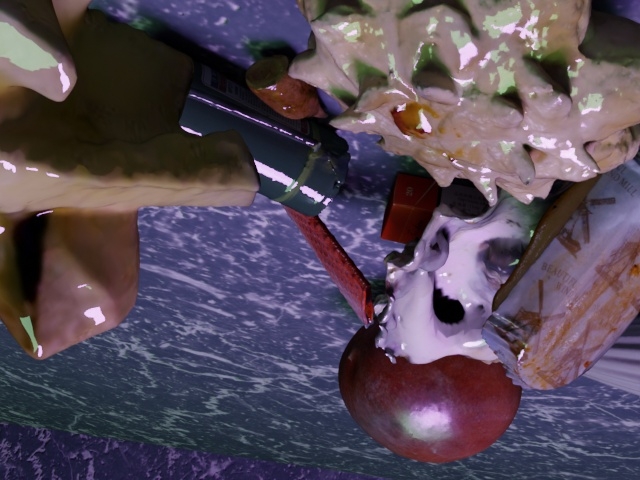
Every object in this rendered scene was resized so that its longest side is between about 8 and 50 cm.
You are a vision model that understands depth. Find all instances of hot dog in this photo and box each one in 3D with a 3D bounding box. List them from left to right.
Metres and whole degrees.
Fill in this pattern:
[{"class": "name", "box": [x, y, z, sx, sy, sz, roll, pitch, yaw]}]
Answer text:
[{"class": "hot dog", "box": [0.251, 0.021, 0.872, 0.162, 0.270, 0.082, 33, -172, -39]}]

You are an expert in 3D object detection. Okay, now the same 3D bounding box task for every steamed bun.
[{"class": "steamed bun", "box": [0.111, -0.112, 0.704, 0.292, 0.137, 0.295, 15, 159, 24]}]

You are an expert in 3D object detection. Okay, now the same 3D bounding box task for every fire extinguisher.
[{"class": "fire extinguisher", "box": [-0.112, -0.121, 0.894, 0.294, 0.093, 0.118, 25, 179, -26]}]

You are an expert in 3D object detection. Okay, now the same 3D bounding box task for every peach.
[{"class": "peach", "box": [0.147, 0.193, 1.328, 0.252, 0.252, 0.252, 10, 157, 4]}]

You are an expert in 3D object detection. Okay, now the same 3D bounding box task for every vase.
[{"class": "vase", "box": [0.442, 0.151, 1.239, 0.248, 0.128, 0.128, 1, 156, 43]}]

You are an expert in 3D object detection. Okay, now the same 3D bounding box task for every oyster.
[{"class": "oyster", "box": [0.174, 0.047, 1.010, 0.238, 0.115, 0.351, 2, 149, -2]}]

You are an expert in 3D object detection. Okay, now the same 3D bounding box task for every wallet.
[{"class": "wallet", "box": [0.000, 0.000, 1.042, 0.020, 0.196, 0.103, -31, 154, -8]}]

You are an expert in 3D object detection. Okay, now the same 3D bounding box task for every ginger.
[{"class": "ginger", "box": [-0.177, -0.164, 0.583, 0.211, 0.358, 0.413, -8, 127, 8]}]

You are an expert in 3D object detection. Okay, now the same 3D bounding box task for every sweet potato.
[{"class": "sweet potato", "box": [-0.023, -0.137, 0.883, 0.049, 0.049, 0.117, -3, 164, 31]}]

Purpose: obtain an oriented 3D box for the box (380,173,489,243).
[{"class": "box", "box": [0.150, -0.023, 1.061, 0.152, 0.048, 0.100, 13, 155, 1]}]
